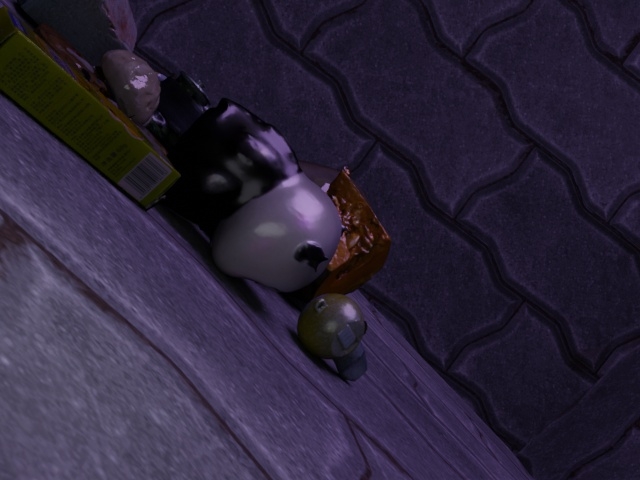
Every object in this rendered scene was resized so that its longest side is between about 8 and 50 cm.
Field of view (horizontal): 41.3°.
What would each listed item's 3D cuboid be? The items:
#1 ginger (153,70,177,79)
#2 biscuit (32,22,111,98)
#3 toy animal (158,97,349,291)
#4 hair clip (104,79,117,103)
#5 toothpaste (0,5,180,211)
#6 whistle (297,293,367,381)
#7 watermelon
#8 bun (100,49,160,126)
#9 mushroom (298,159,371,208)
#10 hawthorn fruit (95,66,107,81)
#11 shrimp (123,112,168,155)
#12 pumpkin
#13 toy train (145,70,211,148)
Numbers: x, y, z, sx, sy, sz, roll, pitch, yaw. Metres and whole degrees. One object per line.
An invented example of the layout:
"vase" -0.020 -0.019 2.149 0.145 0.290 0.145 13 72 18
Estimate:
"ginger" -0.463 -0.408 2.324 0.122 0.115 0.193 31 -9 1
"biscuit" -0.475 -0.331 1.633 0.183 0.047 0.320 43 6 -28
"toy animal" -0.106 -0.057 1.414 0.310 0.251 0.251 41 3 1
"hair clip" -0.443 -0.307 1.851 0.115 0.030 0.039 45 2 -38
"toothpaste" -0.337 -0.177 1.187 0.327 0.077 0.110 45 4 -41
"whistle" 0.027 0.172 1.512 0.123 0.123 0.223 50 -10 45
"watermelon" -0.512 -0.501 1.885 0.258 0.228 0.387 55 -8 -14
"bun" -0.382 -0.316 1.753 0.183 0.102 0.183 160 -90 -81
"mushroom" -0.047 -0.057 2.222 0.362 0.294 0.362 15 9 -2
"hawthorn fruit" -0.494 -0.418 2.044 0.093 0.093 0.093 47 3 -3
"shrimp" -0.361 -0.208 1.564 0.169 0.058 0.296 40 -3 19
"pumpkin" 0.000 0.000 1.846 0.303 0.256 0.225 -20 67 -42
"toy train" -0.291 -0.245 1.994 0.307 0.173 0.249 47 -6 12
